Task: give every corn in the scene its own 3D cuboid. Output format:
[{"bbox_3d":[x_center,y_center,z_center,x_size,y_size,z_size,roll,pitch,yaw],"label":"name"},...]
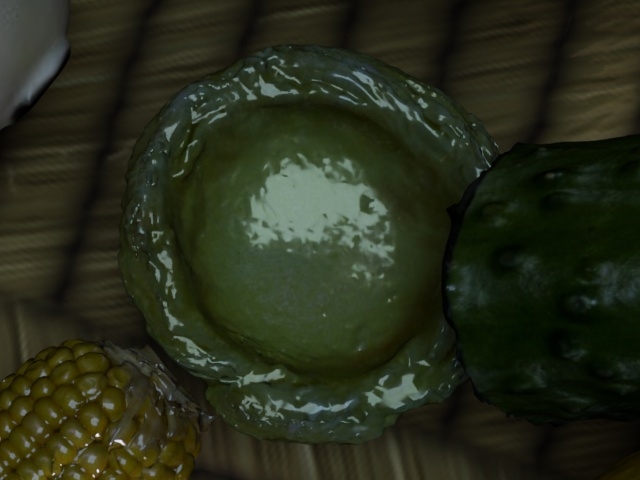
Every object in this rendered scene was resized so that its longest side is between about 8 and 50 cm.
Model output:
[{"bbox_3d":[-0.167,0.164,0.714,0.106,0.106,0.293,42,84,2],"label":"corn"}]

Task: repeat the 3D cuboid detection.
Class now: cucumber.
[{"bbox_3d":[0.178,0.013,0.644,0.244,0.134,0.134,-6,81,40],"label":"cucumber"}]

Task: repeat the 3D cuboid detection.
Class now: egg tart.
[{"bbox_3d":[0.000,0.000,0.752,0.197,0.078,0.197,1,81,-4],"label":"egg tart"}]

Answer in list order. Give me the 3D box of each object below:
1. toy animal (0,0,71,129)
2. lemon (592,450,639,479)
[{"bbox_3d":[-0.222,-0.153,0.700,0.213,0.212,0.266,-7,87,-5],"label":"toy animal"},{"bbox_3d":[0.186,0.213,0.637,0.297,0.297,0.297,0,83,-4],"label":"lemon"}]
